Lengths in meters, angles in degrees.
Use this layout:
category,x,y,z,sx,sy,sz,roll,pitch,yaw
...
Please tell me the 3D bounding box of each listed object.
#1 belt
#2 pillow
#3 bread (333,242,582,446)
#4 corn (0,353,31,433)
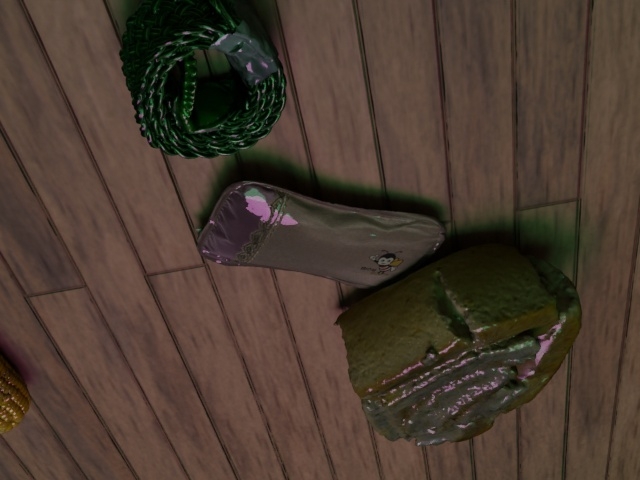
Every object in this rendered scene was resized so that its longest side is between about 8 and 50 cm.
category,x,y,z,sx,sy,sz,roll,pitch,yaw
belt,-0.093,-0.137,0.733,0.121,0.079,0.151,-15,148,-6
pillow,0.000,0.000,0.910,0.232,0.038,0.131,13,138,-23
bread,0.139,0.105,0.972,0.186,0.124,0.257,22,132,-35
corn,-0.368,0.130,0.978,0.072,0.072,0.203,-14,135,8
